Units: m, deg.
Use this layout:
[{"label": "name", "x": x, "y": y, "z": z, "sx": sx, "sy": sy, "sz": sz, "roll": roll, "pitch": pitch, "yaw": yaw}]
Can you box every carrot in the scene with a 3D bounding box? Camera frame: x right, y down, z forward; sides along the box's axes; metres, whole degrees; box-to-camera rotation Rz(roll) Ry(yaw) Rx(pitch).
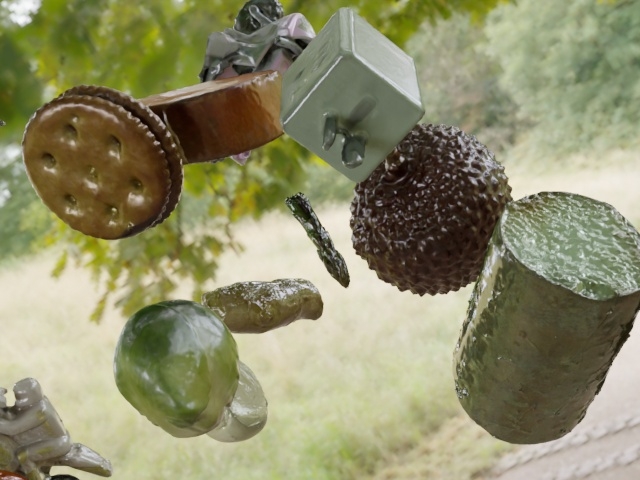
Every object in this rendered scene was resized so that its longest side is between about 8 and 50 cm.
[{"label": "carrot", "x": -0.168, "y": -0.195, "z": 1.624, "sx": 0.258, "sy": 0.100, "sz": 0.307, "roll": -15, "pitch": 19, "yaw": -10}]

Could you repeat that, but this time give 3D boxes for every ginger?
[{"label": "ginger", "x": -0.111, "y": 0.130, "z": 2.160, "sx": 0.263, "sy": 0.109, "sz": 0.116, "roll": -4, "pitch": -24, "yaw": -41}]

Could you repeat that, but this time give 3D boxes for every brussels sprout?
[{"label": "brussels sprout", "x": -0.160, "y": 0.140, "z": 1.224, "sx": 0.117, "sy": 0.155, "sz": 0.155, "roll": -9, "pitch": 22, "yaw": 42}]

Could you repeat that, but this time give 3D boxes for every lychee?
[{"label": "lychee", "x": 0.179, "y": -0.050, "z": 1.777, "sx": 0.276, "sy": 0.304, "sz": 0.275, "roll": -24, "pitch": 41, "yaw": 22}]

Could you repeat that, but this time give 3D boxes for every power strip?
[{"label": "power strip", "x": 0.039, "y": -0.174, "z": 1.391, "sx": 0.140, "sy": 0.139, "sz": 0.224, "roll": -46, "pitch": 22, "yaw": 23}]

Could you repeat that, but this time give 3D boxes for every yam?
[{"label": "yam", "x": 0.227, "y": 0.077, "z": 1.099, "sx": 0.161, "sy": 0.161, "sz": 0.268, "roll": -37, "pitch": -27, "yaw": -29}]

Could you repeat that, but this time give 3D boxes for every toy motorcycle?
[{"label": "toy motorcycle", "x": -0.520, "y": 0.347, "z": 1.880, "sx": 0.223, "sy": 0.341, "sz": 0.108, "roll": -55, "pitch": 19, "yaw": 2}, {"label": "toy motorcycle", "x": -0.113, "y": -0.282, "z": 1.909, "sx": 0.188, "sy": 0.143, "sz": 0.327, "roll": 11, "pitch": 75, "yaw": 34}]

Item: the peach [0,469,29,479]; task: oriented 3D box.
[{"label": "peach", "x": -0.555, "y": 0.490, "z": 1.683, "sx": 0.275, "sy": 0.248, "sz": 0.245, "roll": -6, "pitch": -30, "yaw": -30}]

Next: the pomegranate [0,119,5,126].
[{"label": "pomegranate", "x": -0.712, "y": -0.247, "z": 2.202, "sx": 0.161, "sy": 0.122, "sz": 0.122, "roll": 15, "pitch": 28, "yaw": 19}]

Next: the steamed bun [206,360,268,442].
[{"label": "steamed bun", "x": -0.140, "y": 0.243, "z": 1.640, "sx": 0.091, "sy": 0.130, "sz": 0.112, "roll": -45, "pitch": -15, "yaw": 35}]

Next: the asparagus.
[{"label": "asparagus", "x": 0.000, "y": 0.000, "z": 1.623, "sx": 0.036, "sy": 0.165, "sz": 0.030, "roll": -16, "pitch": -19, "yaw": -48}]

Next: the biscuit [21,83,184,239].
[{"label": "biscuit", "x": -0.286, "y": -0.099, "z": 1.437, "sx": 0.220, "sy": 0.220, "sz": 0.066, "roll": -29, "pitch": 16, "yaw": 36}]
